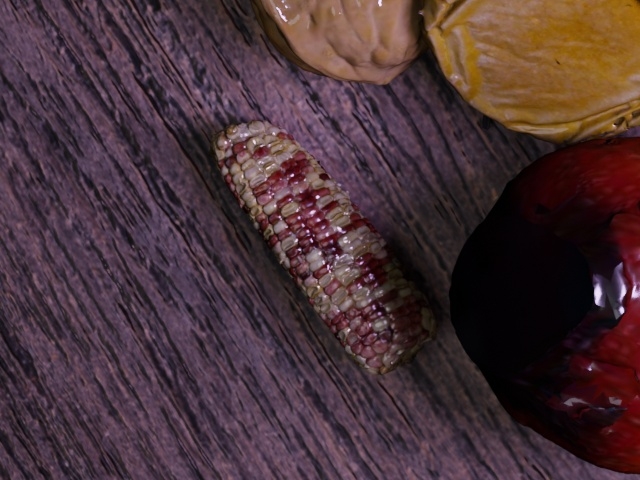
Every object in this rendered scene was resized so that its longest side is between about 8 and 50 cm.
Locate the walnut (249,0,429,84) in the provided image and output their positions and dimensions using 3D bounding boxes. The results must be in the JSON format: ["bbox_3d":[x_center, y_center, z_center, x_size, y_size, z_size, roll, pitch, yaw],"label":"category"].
[{"bbox_3d":[0.026,-0.238,1.616,0.213,0.213,0.213,9,111,25],"label":"walnut"}]

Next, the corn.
[{"bbox_3d":[0.000,0.000,1.764,0.098,0.098,0.290,-43,80,32],"label":"corn"}]

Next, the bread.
[{"bbox_3d":[0.216,-0.196,1.506,0.253,0.142,0.227,-15,122,46],"label":"bread"}]

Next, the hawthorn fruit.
[{"bbox_3d":[0.259,0.051,1.516,0.316,0.316,0.316,9,111,25],"label":"hawthorn fruit"}]

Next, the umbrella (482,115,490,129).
[{"bbox_3d":[0.149,-0.227,1.637,0.044,0.044,0.269,33,123,51],"label":"umbrella"}]
